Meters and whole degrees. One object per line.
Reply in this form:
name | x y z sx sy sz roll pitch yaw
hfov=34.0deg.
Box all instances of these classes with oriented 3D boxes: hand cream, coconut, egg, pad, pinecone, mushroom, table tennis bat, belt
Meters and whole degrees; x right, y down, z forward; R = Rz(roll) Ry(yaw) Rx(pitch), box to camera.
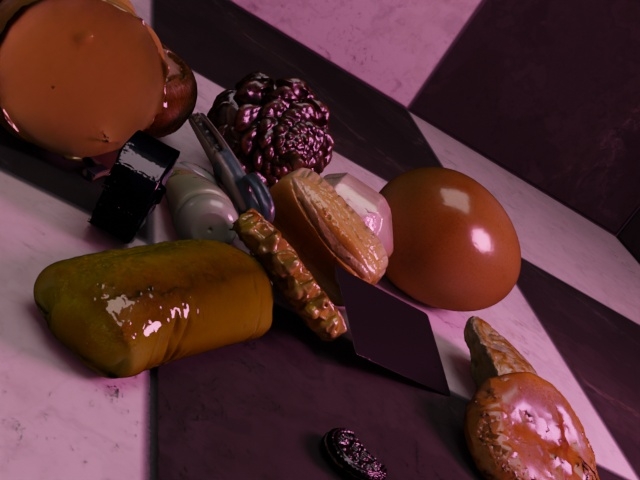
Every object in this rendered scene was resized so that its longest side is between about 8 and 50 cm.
hand cream | -0.196 -0.063 1.664 0.147 0.093 0.306 31 8 -22
coconut | 0.045 -0.022 1.840 0.183 0.171 0.171 41 18 1
egg | 0.237 0.003 1.975 0.322 0.250 0.250 37 17 -17
pad | 0.115 0.146 1.650 0.265 0.009 0.160 29 38 -45
pinecone | -0.102 -0.188 1.893 0.244 0.244 0.309 27 1 -23
mushroom | -0.350 -0.292 1.835 0.297 0.163 0.278 46 12 34
table tennis bat | -0.331 -0.114 1.644 0.095 0.014 0.158 37 16 2
belt | -0.257 -0.073 1.458 0.078 0.151 0.198 28 9 -7

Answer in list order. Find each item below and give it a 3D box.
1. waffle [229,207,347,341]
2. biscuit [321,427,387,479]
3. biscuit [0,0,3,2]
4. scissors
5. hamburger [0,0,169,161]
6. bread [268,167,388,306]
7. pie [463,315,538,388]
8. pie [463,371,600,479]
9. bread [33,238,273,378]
waffle | -0.053 0.042 1.521 0.249 0.056 0.253 46 -6 43
biscuit | 0.042 0.271 1.310 0.089 0.027 0.087 25 21 -26
biscuit | -0.546 -0.452 1.882 0.305 0.038 0.305 7 16 -2
scissors | -0.147 -0.112 1.712 0.041 0.138 0.289 -21 57 -21
hamburger | -0.382 -0.271 1.590 0.276 0.276 0.237 23 11 -32
bread | 0.000 0.000 1.709 0.236 0.140 0.106 47 37 1
pie | 0.323 0.241 1.787 0.201 0.090 0.248 37 15 -29
pie | 0.332 0.313 1.588 0.273 0.069 0.273 23 44 -24
bread | -0.184 0.065 1.293 0.166 0.112 0.383 42 19 18
